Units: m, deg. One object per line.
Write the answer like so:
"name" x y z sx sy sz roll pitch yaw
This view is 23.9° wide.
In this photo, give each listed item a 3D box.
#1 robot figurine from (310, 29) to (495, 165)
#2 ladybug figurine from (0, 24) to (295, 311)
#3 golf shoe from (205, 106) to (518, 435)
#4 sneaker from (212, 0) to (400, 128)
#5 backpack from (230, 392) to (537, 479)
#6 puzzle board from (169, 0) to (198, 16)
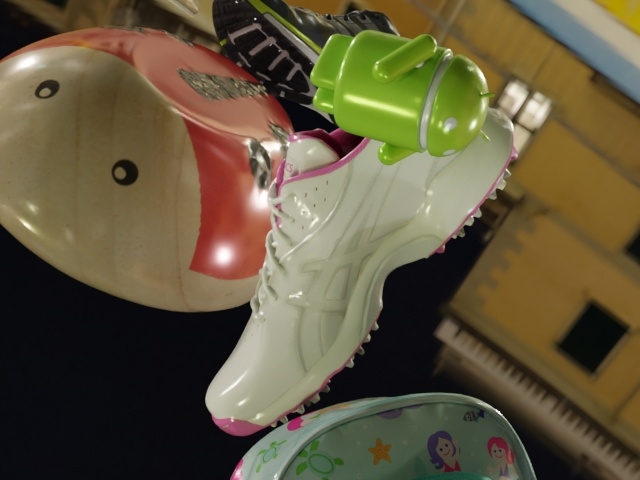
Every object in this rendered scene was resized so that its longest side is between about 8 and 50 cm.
"robot figurine" 0.053 -0.092 0.945 0.115 0.101 0.067 17 -122 15
"ladybug figurine" -0.145 -0.082 1.367 0.305 0.162 0.449 44 -164 7
"golf shoe" 0.000 0.000 1.088 0.140 0.306 0.115 37 -175 -19
"sneaker" 0.011 -0.209 1.660 0.300 0.111 0.121 31 -118 -29
"backpack" 0.055 0.228 1.002 0.225 0.191 0.253 -11 -98 -21
"puzzle board" -0.109 -0.187 0.806 0.128 0.011 0.096 33 -134 -48
